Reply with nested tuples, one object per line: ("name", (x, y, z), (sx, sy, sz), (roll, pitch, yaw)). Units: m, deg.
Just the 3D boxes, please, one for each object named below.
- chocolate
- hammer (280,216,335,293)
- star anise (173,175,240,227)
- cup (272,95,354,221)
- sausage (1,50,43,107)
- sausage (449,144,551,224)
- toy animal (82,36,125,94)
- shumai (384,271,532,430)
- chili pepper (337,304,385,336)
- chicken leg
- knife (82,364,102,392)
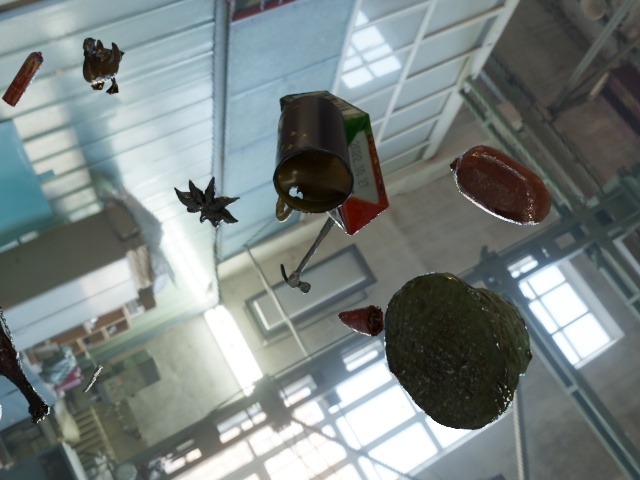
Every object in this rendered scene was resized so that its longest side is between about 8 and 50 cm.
("chocolate", (0.038, -0.246, 2.001), (0.360, 0.161, 0.341), (48, -22, 57))
("hammer", (0.000, 0.000, 2.647), (0.152, 0.427, 0.044), (35, 0, -28))
("star anise", (-0.329, -0.108, 2.026), (0.204, 0.061, 0.180), (43, -55, -17))
("cup", (-0.052, -0.189, 1.613), (0.178, 0.255, 0.256), (47, 25, -33))
("sausage", (-0.612, -0.338, 1.423), (0.034, 0.129, 0.034), (36, 11, -8))
("sausage", (0.423, -0.133, 1.628), (0.254, 0.148, 0.148), (35, -31, 27))
("toy animal", (-0.599, -0.505, 1.898), (0.089, 0.188, 0.179), (13, -41, 11))
("shumai", (0.382, 0.260, 1.767), (0.324, 0.323, 0.397), (-43, -113, 38))
("chili pepper", (0.104, 0.224, 1.977), (0.169, 0.065, 0.088), (-2, -87, 54))
("chicken leg", (-0.513, 0.180, 1.114), (0.253, 0.051, 0.106), (57, -13, 13))
("knife", (-0.689, 0.417, 2.081), (0.015, 0.028, 0.210), (48, -43, 5))
